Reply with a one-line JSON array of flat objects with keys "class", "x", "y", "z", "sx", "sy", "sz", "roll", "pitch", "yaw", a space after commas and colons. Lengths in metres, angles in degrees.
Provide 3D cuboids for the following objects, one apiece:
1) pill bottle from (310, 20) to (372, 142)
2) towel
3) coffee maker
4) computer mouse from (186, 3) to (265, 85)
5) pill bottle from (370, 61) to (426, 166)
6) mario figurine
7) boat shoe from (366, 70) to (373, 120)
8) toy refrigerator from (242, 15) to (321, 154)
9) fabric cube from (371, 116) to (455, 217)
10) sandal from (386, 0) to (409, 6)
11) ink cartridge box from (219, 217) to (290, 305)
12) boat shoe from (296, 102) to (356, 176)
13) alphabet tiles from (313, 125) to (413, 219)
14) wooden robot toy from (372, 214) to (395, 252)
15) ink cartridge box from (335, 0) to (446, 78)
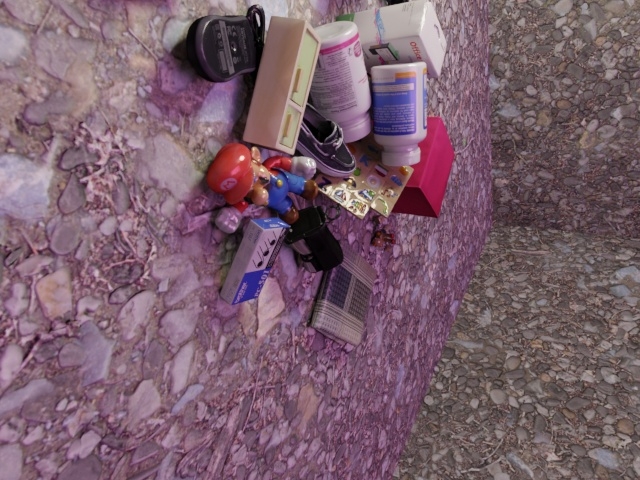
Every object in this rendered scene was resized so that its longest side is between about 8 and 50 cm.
[{"class": "pill bottle", "x": 0.049, "y": -0.420, "z": 1.158, "sx": 0.160, "sy": 0.161, "sz": 0.282, "roll": -55, "pitch": 141, "yaw": -36}, {"class": "towel", "x": 0.085, "y": 0.192, "z": 1.480, "sx": 0.324, "sy": 0.056, "sz": 0.311, "roll": 40, "pitch": 60, "yaw": -51}, {"class": "coffee maker", "x": 0.000, "y": 0.000, "z": 1.172, "sx": 0.178, "sy": 0.172, "sz": 0.120, "roll": 55, "pitch": 35, "yaw": -50}, {"class": "computer mouse", "x": -0.192, "y": -0.387, "z": 0.880, "sx": 0.272, "sy": 0.072, "sz": 0.188, "roll": -46, "pitch": 136, "yaw": -58}, {"class": "pill bottle", "x": 0.223, "y": -0.355, "z": 1.212, "sx": 0.152, "sy": 0.153, "sz": 0.271, "roll": -35, "pitch": 127, "yaw": -49}, {"class": "mario figurine", "x": -0.117, "y": -0.103, "z": 0.964, "sx": 0.321, "sy": 0.170, "sz": 0.197, "roll": 12, "pitch": 85, "yaw": -60}, {"class": "boat shoe", "x": 0.175, "y": -0.430, "z": 1.315, "sx": 0.303, "sy": 0.114, "sz": 0.091, "roll": 39, "pitch": 27, "yaw": -27}, {"class": "toy refrigerator", "x": -0.080, "y": -0.335, "z": 0.948, "sx": 0.102, "sy": 0.095, "sz": 0.269, "roll": -3, "pitch": 110, "yaw": -71}, {"class": "fabric cube", "x": 0.296, "y": -0.255, "z": 1.500, "sx": 0.254, "sy": 0.259, "sz": 0.257, "roll": 36, "pitch": 69, "yaw": -57}, {"class": "sandal", "x": 0.254, "y": -0.833, "z": 1.447, "sx": 0.054, "sy": 0.097, "sz": 0.254, "roll": -65, "pitch": 145, "yaw": -24}, {"class": "ink cartridge box", "x": -0.151, "y": 0.048, "z": 0.983, "sx": 0.097, "sy": 0.046, "sz": 0.206, "roll": -10, "pitch": 131, "yaw": -57}, {"class": "boat shoe", "x": 0.010, "y": -0.266, "z": 1.114, "sx": 0.301, "sy": 0.102, "sz": 0.108, "roll": 33, "pitch": 59, "yaw": -37}, {"class": "alphabet tiles", "x": 0.121, "y": -0.221, "z": 1.266, "sx": 0.342, "sy": 0.285, "sz": 0.011, "roll": -57, "pitch": -179, "yaw": -34}, {"class": "wooden robot toy", "x": 0.233, "y": -0.008, "z": 1.639, "sx": 0.079, "sy": 0.076, "sz": 0.173, "roll": -39, "pitch": 129, "yaw": -34}, {"class": "ink cartridge box", "x": 0.202, "y": -0.569, "z": 1.255, "sx": 0.201, "sy": 0.279, "sz": 0.116, "roll": 26, "pitch": 75, "yaw": -57}]
